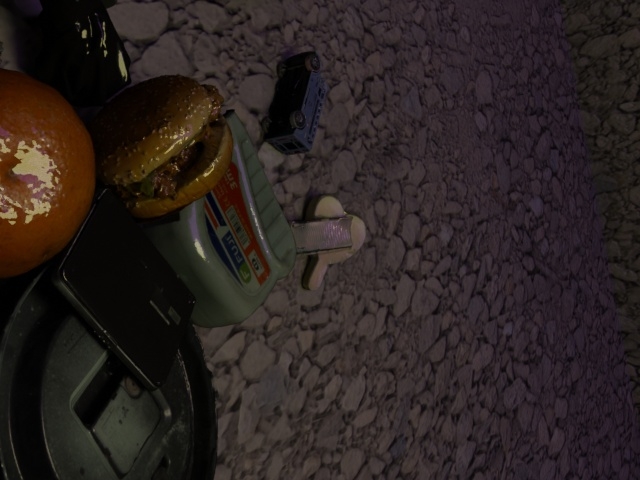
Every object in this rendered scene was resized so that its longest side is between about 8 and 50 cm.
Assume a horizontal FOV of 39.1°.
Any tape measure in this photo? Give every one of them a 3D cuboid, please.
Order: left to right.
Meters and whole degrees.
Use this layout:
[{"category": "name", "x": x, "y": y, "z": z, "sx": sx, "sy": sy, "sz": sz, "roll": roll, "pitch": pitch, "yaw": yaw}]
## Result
[{"category": "tape measure", "x": -0.150, "y": -0.022, "z": 1.238, "sx": 0.243, "sy": 0.125, "sz": 0.246, "roll": 64, "pitch": 36, "yaw": -20}]

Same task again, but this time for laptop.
[{"category": "laptop", "x": -0.223, "y": 0.059, "z": 1.051, "sx": 0.207, "sy": 0.026, "sz": 0.154, "roll": 57, "pitch": 31, "yaw": -34}]

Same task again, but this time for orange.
[{"category": "orange", "x": -0.346, "y": -0.070, "z": 0.928, "sx": 0.224, "sy": 0.170, "sz": 0.224, "roll": 0, "pitch": 90, "yaw": -46}]

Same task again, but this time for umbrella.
[{"category": "umbrella", "x": -0.289, "y": -0.295, "z": 1.006, "sx": 0.340, "sy": 0.118, "sz": 0.118, "roll": 88, "pitch": 21, "yaw": -50}]

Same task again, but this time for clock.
[{"category": "clock", "x": -0.254, "y": 0.202, "z": 1.040, "sx": 0.386, "sy": 0.076, "sz": 0.386, "roll": 38, "pitch": 46, "yaw": -52}]

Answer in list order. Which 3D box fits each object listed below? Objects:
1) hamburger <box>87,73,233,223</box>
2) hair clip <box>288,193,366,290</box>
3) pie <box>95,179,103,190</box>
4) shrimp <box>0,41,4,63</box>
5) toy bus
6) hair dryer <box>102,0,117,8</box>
[{"category": "hamburger", "x": -0.195, "y": -0.125, "z": 1.100, "sx": 0.191, "sy": 0.182, "sz": 0.118, "roll": -39, "pitch": 135, "yaw": -12}, {"category": "hair clip", "x": -0.001, "y": 0.003, "z": 1.496, "sx": 0.218, "sy": 0.071, "sz": 0.159, "roll": -8, "pitch": 97, "yaw": -49}, {"category": "pie", "x": -0.266, "y": -0.050, "z": 1.167, "sx": 0.084, "sy": 0.020, "sz": 0.084, "roll": 17, "pitch": 70, "yaw": -55}, {"category": "shrimp", "x": -0.361, "y": -0.262, "z": 0.962, "sx": 0.161, "sy": 0.049, "sz": 0.166, "roll": -34, "pitch": 72, "yaw": -25}, {"category": "toy bus", "x": -0.037, "y": -0.227, "z": 1.479, "sx": 0.076, "sy": 0.073, "sz": 0.167, "roll": 38, "pitch": 57, "yaw": -43}, {"category": "hair dryer", "x": -0.324, "y": -0.346, "z": 1.113, "sx": 0.154, "sy": 0.054, "sz": 0.106, "roll": -12, "pitch": 90, "yaw": -51}]
